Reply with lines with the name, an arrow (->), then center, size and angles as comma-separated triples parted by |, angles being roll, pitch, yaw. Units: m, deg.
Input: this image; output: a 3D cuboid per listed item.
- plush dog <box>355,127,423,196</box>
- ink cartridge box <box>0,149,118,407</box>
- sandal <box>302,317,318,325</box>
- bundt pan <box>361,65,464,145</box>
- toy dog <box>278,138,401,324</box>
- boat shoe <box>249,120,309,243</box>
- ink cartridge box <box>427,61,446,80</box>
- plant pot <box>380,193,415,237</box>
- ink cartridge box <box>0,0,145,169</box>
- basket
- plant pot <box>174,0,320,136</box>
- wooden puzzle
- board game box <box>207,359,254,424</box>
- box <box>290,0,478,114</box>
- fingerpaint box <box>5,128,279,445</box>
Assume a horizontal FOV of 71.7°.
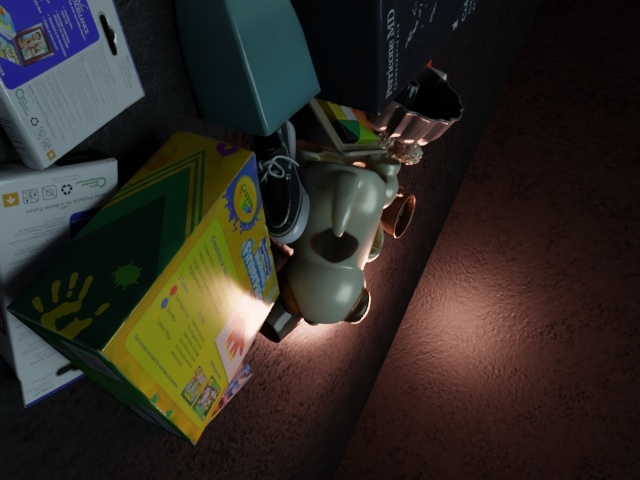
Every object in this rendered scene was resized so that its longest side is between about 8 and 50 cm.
plush dog -> 0.165, -0.234, 1.369 | 0.210, 0.262, 0.226 | -9, 114, -22
ink cartridge box -> -0.396, 0.059, 0.673 | 0.175, 0.069, 0.371 | -29, 134, -53
sandal -> 0.039, 0.137, 1.236 | 0.240, 0.088, 0.079 | -54, 150, -11
bundt pan -> 0.218, -0.386, 1.216 | 0.331, 0.331, 0.124 | -39, 167, -44
toy dog -> 0.044, 0.003, 1.058 | 0.395, 0.284, 0.408 | -114, -148, -65
boat shoe -> -0.096, -0.145, 0.898 | 0.105, 0.113, 0.307 | 34, 48, -57
ink cartridge box -> 0.340, -0.468, 1.560 | 0.296, 0.066, 0.261 | -60, 163, 4
plant pot -> 0.237, -0.114, 1.627 | 0.167, 0.165, 0.167 | -43, 146, -40
ink cartridge box -> -0.329, -0.232, 0.556 | 0.206, 0.045, 0.208 | 88, 23, -44
basket -> -0.089, 0.165, 1.263 | 0.227, 0.154, 0.205 | -44, 140, -31
plant pot -> -0.130, -0.331, 0.745 | 0.165, 0.165, 0.234 | -50, 144, -31
wooden puzzle -> 0.052, -0.298, 1.048 | 0.044, 0.239, 0.221 | -41, 169, 32
board game box -> -0.259, 0.366, 1.165 | 0.194, 0.060, 0.194 | -44, 158, -35
box -> 0.105, -0.588, 0.826 | 0.472, 0.297, 0.480 | -48, 150, -28
fingerpaint box -> -0.242, 0.101, 0.790 | 0.445, 0.163, 0.371 | 88, 25, -53
